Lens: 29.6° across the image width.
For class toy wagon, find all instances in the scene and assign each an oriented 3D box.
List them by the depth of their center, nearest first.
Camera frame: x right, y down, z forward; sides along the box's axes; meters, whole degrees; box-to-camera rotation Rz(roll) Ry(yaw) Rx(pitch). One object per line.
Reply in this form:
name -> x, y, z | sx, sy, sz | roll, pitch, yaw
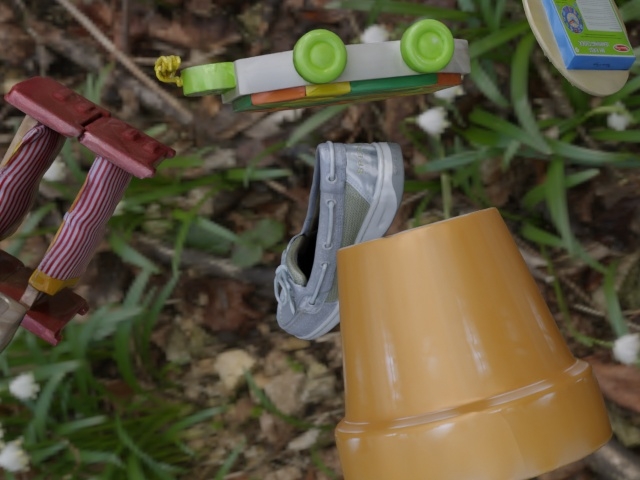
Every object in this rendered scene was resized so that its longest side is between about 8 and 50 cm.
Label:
toy wagon -> -0.013, -0.187, 1.362 | 0.267, 0.344, 0.068 | -177, 79, -75

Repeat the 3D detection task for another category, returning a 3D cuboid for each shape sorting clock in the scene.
shape sorting clock -> 0.320, -0.275, 1.517 | 0.040, 0.206, 0.206 | -32, 71, 43

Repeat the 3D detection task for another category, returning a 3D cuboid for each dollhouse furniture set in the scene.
dollhouse furniture set -> -0.268, 0.002, 1.028 | 0.152, 0.374, 0.201 | 30, 106, -3

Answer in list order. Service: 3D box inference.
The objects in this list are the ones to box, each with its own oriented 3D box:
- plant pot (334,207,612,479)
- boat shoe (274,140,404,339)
plant pot -> 0.098, 0.080, 0.922 | 0.205, 0.205, 0.187 | -16, 88, 48
boat shoe -> 0.001, 0.001, 1.405 | 0.320, 0.103, 0.118 | 119, 154, -49
